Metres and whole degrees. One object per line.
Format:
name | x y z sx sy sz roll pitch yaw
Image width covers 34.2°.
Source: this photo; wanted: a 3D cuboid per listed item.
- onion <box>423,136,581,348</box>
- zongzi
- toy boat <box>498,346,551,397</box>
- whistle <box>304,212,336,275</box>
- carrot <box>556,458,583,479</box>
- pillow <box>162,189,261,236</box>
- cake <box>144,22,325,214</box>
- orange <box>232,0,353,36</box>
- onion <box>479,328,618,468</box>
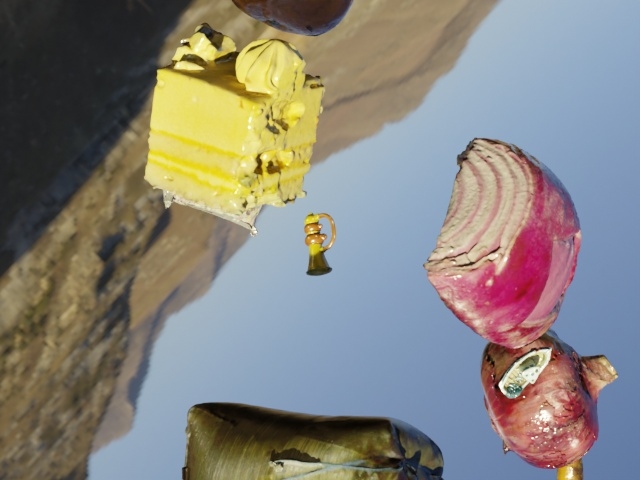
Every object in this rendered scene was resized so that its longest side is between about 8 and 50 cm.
onion | 0.261 0.006 1.273 0.111 0.247 0.250 -14 -133 45
zongzi | -0.039 0.434 1.364 0.403 0.208 0.432 -6 -116 41
toy boat | 0.255 0.161 1.286 0.083 0.038 0.038 -48 -174 9
whistle | -0.004 0.001 1.775 0.057 0.046 0.109 148 -60 -61
carrot | 0.476 0.514 1.969 0.066 0.314 0.066 -2 -173 0
pillow | -0.203 -0.113 2.034 0.059 0.255 0.169 3 -104 48
cake | -0.136 -0.213 1.739 0.222 0.227 0.286 -26 131 -57
orange | -0.062 -0.546 2.139 0.284 0.284 0.226 -157 -89 -83
onion | 0.372 0.245 1.689 0.219 0.252 0.252 -24 -171 5
